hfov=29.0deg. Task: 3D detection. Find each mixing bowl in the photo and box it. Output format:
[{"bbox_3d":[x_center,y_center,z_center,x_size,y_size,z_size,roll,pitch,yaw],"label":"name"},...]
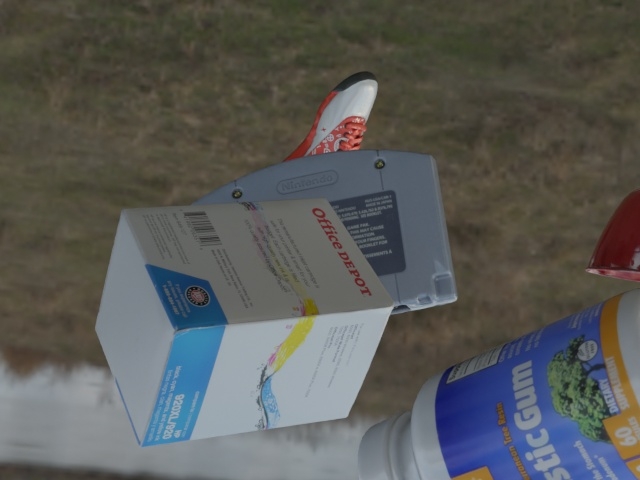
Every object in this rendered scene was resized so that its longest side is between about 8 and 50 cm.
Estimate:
[{"bbox_3d":[0.370,-0.004,1.271,0.181,0.098,0.181,9,177,1],"label":"mixing bowl"}]

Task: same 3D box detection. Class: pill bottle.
[{"bbox_3d":[0.168,0.155,0.977,0.272,0.152,0.152,-28,152,30],"label":"pill bottle"}]

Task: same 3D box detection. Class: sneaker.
[{"bbox_3d":[0.034,-0.126,1.961,0.090,0.145,0.270,8,129,-49],"label":"sneaker"}]

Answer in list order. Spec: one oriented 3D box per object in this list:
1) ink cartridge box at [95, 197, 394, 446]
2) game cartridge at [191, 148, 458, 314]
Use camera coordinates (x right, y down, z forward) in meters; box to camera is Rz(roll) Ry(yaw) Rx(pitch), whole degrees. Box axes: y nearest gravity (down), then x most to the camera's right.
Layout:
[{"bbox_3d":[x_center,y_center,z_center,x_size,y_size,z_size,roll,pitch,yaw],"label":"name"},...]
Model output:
[{"bbox_3d":[-0.080,0.077,1.231,0.232,0.171,0.168,-4,133,-28],"label":"ink cartridge box"},{"bbox_3d":[0.000,0.000,1.434,0.297,0.198,0.062,-11,160,13],"label":"game cartridge"}]
